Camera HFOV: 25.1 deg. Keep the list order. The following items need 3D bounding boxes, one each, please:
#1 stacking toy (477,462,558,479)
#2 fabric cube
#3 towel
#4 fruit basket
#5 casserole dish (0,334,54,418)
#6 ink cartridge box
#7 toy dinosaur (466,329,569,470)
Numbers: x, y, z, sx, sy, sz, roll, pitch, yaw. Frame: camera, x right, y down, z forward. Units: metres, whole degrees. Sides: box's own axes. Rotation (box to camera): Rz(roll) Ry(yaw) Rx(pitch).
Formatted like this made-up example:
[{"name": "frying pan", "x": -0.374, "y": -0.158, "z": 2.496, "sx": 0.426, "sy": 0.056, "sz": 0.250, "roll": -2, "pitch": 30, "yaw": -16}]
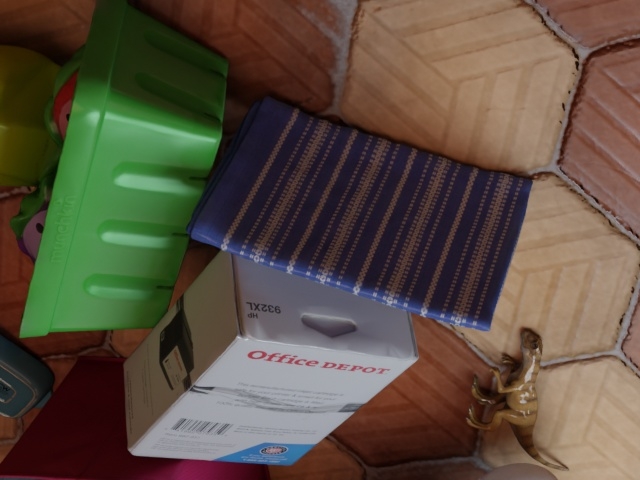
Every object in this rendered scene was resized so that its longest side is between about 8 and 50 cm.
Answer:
[{"name": "stacking toy", "x": 0.119, "y": 0.457, "z": 1.709, "sx": 0.350, "sy": 0.350, "sz": 0.480, "roll": 41, "pitch": 93, "yaw": -8}, {"name": "fabric cube", "x": -0.234, "y": 0.327, "z": 1.868, "sx": 0.259, "sy": 0.258, "sz": 0.254, "roll": 0, "pitch": 121, "yaw": 20}, {"name": "towel", "x": 0.048, "y": -0.036, "z": 1.548, "sx": 0.336, "sy": 0.243, "sz": 0.040, "roll": 17, "pitch": 134, "yaw": 8}, {"name": "fruit basket", "x": -0.315, "y": -0.104, "z": 1.644, "sx": 0.392, "sy": 0.283, "sz": 0.392, "roll": 0, "pitch": 127, "yaw": 0}, {"name": "casserole dish", "x": -0.457, "y": 0.181, "z": 1.980, "sx": 0.188, "sy": 0.037, "sz": 0.114, "roll": 37, "pitch": 126, "yaw": -14}, {"name": "ink cartridge box", "x": -0.065, "y": 0.137, "z": 1.642, "sx": 0.223, "sy": 0.129, "sz": 0.307, "roll": 9, "pitch": 146, "yaw": -28}, {"name": "toy dinosaur", "x": 0.238, "y": 0.211, "z": 1.743, "sx": 0.112, "sy": 0.064, "sz": 0.212, "roll": 2, "pitch": 121, "yaw": 17}]
